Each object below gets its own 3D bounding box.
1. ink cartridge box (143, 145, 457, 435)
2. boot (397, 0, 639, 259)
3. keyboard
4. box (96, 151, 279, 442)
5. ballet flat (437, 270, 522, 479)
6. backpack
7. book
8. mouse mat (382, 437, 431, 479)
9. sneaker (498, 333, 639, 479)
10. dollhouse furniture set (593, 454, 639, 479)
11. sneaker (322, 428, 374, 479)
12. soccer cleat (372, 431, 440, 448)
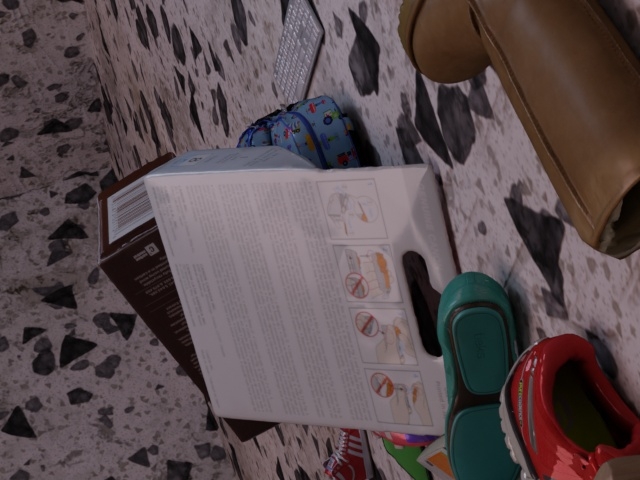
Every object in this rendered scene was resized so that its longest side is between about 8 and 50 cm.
[{"bbox_3d":[0.009,0.050,1.701,0.385,0.091,0.308,-1,112,37],"label":"ink cartridge box"},{"bbox_3d":[0.153,-0.100,1.121,0.236,0.089,0.269,96,152,-61],"label":"boot"},{"bbox_3d":[-0.028,-0.223,1.886,0.256,0.014,0.072,110,140,-70],"label":"keyboard"},{"bbox_3d":[-0.161,0.083,2.235,0.381,0.143,0.191,54,-168,-30],"label":"box"},{"bbox_3d":[0.154,0.130,1.476,0.087,0.083,0.247,-86,-10,-55],"label":"ballet flat"},{"bbox_3d":[-0.015,-0.083,1.789,0.173,0.117,0.158,172,80,-74],"label":"backpack"},{"bbox_3d":[0.155,0.237,1.601,0.096,0.035,0.144,39,163,2],"label":"book"},{"bbox_3d":[0.096,0.226,1.979,0.190,0.007,0.152,-143,38,-71],"label":"mouse mat"},{"bbox_3d":[0.220,0.199,1.211,0.279,0.107,0.118,64,156,23],"label":"sneaker"},{"bbox_3d":[0.304,0.388,1.001,0.362,0.256,0.394,59,140,45],"label":"dollhouse furniture set"},{"bbox_3d":[0.031,0.288,2.195,0.042,0.067,0.118,-150,44,-71],"label":"sneaker"},{"bbox_3d":[0.076,0.154,1.812,0.248,0.083,0.095,-127,27,-62],"label":"soccer cleat"}]
